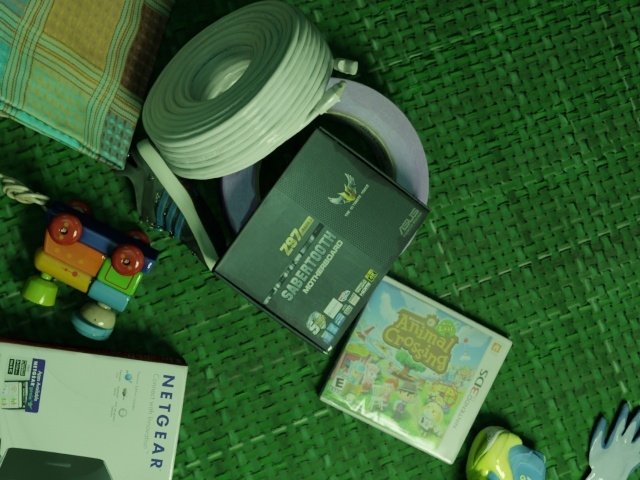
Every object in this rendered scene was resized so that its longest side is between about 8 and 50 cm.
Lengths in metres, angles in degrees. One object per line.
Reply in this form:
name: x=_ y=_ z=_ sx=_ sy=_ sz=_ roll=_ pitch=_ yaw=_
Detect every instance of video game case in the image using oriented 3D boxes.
video game case: x=0.132 y=0.178 z=1.653 sx=0.212 sy=0.023 sz=0.193 roll=27 pitch=86 yaw=-8

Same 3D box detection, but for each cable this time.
cable: x=-0.107 y=-0.189 z=1.499 sx=0.257 sy=0.257 sz=0.089 roll=-43 pitch=126 yaw=-3

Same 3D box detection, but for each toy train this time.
toy train: x=-0.349 y=0.019 z=1.547 sx=0.248 sy=0.105 sz=0.143 roll=27 pitch=100 yaw=-8

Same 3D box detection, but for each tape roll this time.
tape roll: x=0.002 y=-0.077 z=1.598 sx=0.274 sy=0.090 sz=0.275 roll=0 pitch=90 yaw=-8

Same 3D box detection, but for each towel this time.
towel: x=-0.312 y=-0.264 z=1.424 sx=0.040 sy=0.370 sz=0.271 roll=10 pitch=79 yaw=31

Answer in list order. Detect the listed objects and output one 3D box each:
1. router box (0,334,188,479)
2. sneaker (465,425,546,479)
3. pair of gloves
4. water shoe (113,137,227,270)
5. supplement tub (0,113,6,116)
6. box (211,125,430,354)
router box: x=-0.344 y=0.301 z=1.552 sx=0.301 sy=0.082 sz=0.335 roll=8 pitch=89 yaw=-9
sneaker: x=0.245 y=0.382 z=1.639 sx=0.126 sy=0.091 sz=0.240 roll=20 pitch=87 yaw=-9
pair of gloves: x=0.464 y=0.333 z=1.708 sx=0.198 sy=0.023 sz=0.159 roll=29 pitch=88 yaw=-7
water shoe: x=-0.197 y=-0.037 z=1.588 sx=0.080 sy=0.073 sz=0.203 roll=-31 pitch=90 yaw=14
supplement tub: x=-0.408 y=-0.298 z=1.481 sx=0.191 sy=0.191 sz=0.272 roll=9 pitch=89 yaw=-9
box: x=0.000 y=0.000 z=1.524 sx=0.183 sy=0.059 sz=0.233 roll=37 pitch=85 yaw=-6
